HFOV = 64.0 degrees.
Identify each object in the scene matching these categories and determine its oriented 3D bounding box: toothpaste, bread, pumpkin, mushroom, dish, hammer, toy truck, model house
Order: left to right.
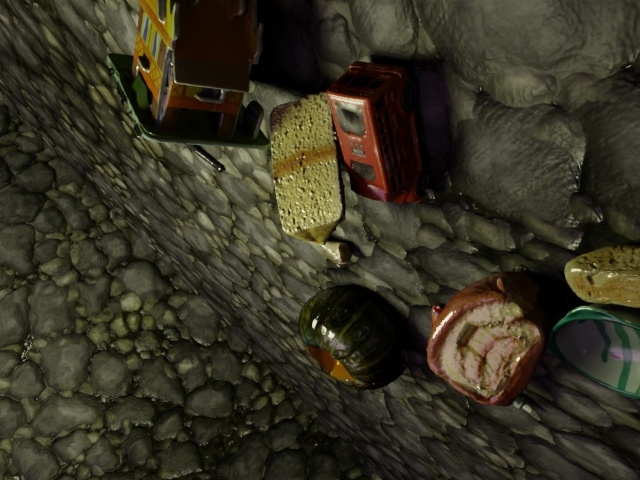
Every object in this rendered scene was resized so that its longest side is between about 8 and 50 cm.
[{"bbox_3d":[-0.369,-0.267,1.450,0.246,0.029,0.103,39,154,7],"label":"hammer"},{"bbox_3d":[-0.211,-0.377,0.895,0.357,0.243,0.312,56,133,40],"label":"model house"},{"bbox_3d":[0.000,0.002,1.290,0.202,0.054,0.059,28,145,42],"label":"mushroom"},{"bbox_3d":[0.008,-0.123,0.938,0.136,0.239,0.178,-11,166,23],"label":"bread"},{"bbox_3d":[0.077,0.268,1.401,0.320,0.192,0.320,37,155,20],"label":"pumpkin"},{"bbox_3d":[0.095,-0.153,0.830,0.108,0.114,0.252,22,146,36],"label":"toy truck"},{"bbox_3d":[0.297,0.164,0.891,0.190,0.123,0.244,23,116,17],"label":"bread"},{"bbox_3d":[0.405,0.333,1.203,0.204,0.031,0.049,35,153,25],"label":"toothpaste"},{"bbox_3d":[0.473,0.152,0.765,0.246,0.078,0.224,0,134,52],"label":"dish"}]

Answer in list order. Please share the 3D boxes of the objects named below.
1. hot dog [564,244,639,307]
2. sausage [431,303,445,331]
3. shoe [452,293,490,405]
[{"bbox_3d":[0.446,0.048,0.661,0.243,0.073,0.084,4,135,55],"label":"hot dog"},{"bbox_3d":[0.271,0.185,1.174,0.034,0.034,0.129,29,151,30],"label":"sausage"},{"bbox_3d":[0.318,0.231,1.051,0.114,0.137,0.290,10,137,50],"label":"shoe"}]
